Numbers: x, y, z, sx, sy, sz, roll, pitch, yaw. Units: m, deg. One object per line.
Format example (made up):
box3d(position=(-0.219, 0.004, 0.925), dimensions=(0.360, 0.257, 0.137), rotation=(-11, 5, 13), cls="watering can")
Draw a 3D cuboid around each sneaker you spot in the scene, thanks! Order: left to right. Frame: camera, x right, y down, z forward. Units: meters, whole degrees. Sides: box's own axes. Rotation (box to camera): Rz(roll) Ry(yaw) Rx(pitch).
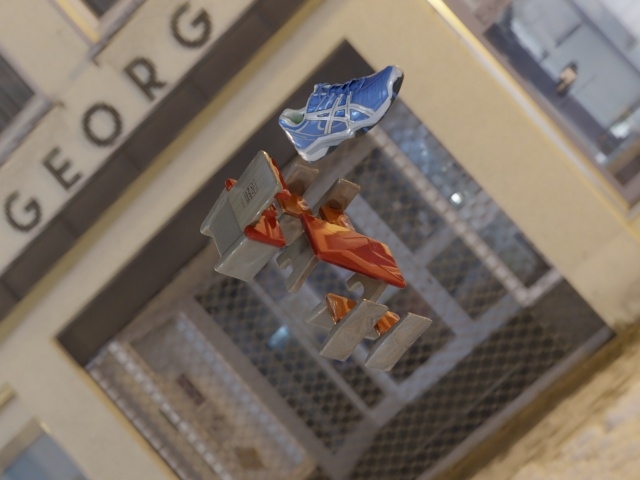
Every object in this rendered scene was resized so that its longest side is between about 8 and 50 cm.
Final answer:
box3d(position=(0.028, -0.186, 1.617), dimensions=(0.211, 0.081, 0.080), rotation=(-32, 24, 33), cls="sneaker")

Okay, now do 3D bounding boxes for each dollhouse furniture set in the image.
box3d(position=(0.000, 0.000, 1.404), dimensions=(0.259, 0.262, 0.135), rotation=(19, -58, -38), cls="dollhouse furniture set")
